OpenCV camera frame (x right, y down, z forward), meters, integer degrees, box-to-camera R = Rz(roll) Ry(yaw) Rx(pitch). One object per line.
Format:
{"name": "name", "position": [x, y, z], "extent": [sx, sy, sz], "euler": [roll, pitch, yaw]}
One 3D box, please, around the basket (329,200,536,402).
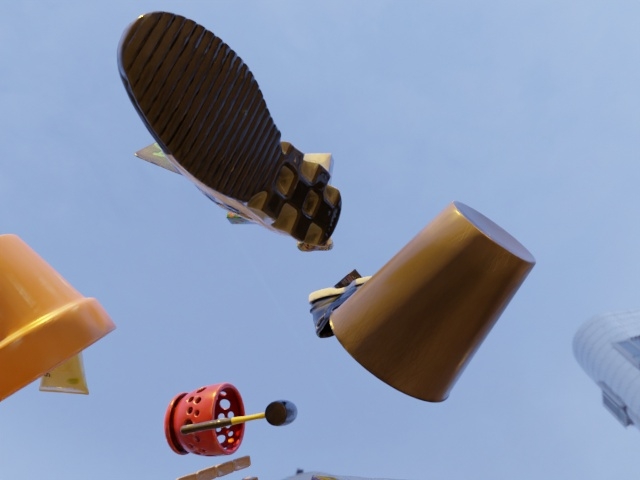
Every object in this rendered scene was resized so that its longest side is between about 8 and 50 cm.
{"name": "basket", "position": [0.159, 0.074, 0.649], "extent": [0.205, 0.154, 0.226], "euler": [32, -68, -9]}

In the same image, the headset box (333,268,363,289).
{"name": "headset box", "position": [0.081, 0.115, 1.224], "extent": [0.062, 0.032, 0.083], "euler": [52, -41, 6]}

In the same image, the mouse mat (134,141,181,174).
{"name": "mouse mat", "position": [-0.206, -0.152, 0.854], "extent": [0.190, 0.152, 0.007], "euler": [21, -50, 20]}

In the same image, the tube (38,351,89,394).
{"name": "tube", "position": [-0.479, 0.203, 0.902], "extent": [0.070, 0.062, 0.240], "euler": [31, -56, 24]}

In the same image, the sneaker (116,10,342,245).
{"name": "sneaker", "position": [-0.112, -0.096, 0.532], "extent": [0.122, 0.146, 0.330], "euler": [-63, -36, -16]}

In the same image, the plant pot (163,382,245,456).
{"name": "plant pot", "position": [-0.327, 0.503, 1.358], "extent": [0.174, 0.191, 0.191], "euler": [-10, -68, 14]}

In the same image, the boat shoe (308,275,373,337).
{"name": "boat shoe", "position": [0.085, 0.147, 1.000], "extent": [0.127, 0.340, 0.112], "euler": [17, -113, -36]}

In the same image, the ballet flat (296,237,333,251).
{"name": "ballet flat", "position": [0.000, 0.000, 0.944], "extent": [0.041, 0.114, 0.041], "euler": [3, -84, 33]}

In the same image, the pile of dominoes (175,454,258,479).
{"name": "pile of dominoes", "position": [-0.253, 0.661, 1.208], "extent": [0.040, 0.251, 0.195], "euler": [-22, -109, 35]}

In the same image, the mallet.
{"name": "mallet", "position": [-0.127, 0.285, 0.771], "extent": [0.190, 0.062, 0.039], "euler": [-16, -111, 18]}

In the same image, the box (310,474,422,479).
{"name": "box", "position": [0.121, 0.333, 0.294], "extent": [0.177, 0.279, 0.289], "euler": [30, -115, -43]}

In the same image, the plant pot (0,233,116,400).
{"name": "plant pot", "position": [-0.424, 0.102, 0.664], "extent": [0.205, 0.205, 0.187], "euler": [-32, -86, 5]}

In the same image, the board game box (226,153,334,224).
{"name": "board game box", "position": [-0.085, -0.111, 1.046], "extent": [0.212, 0.039, 0.160], "euler": [2, -113, 13]}
